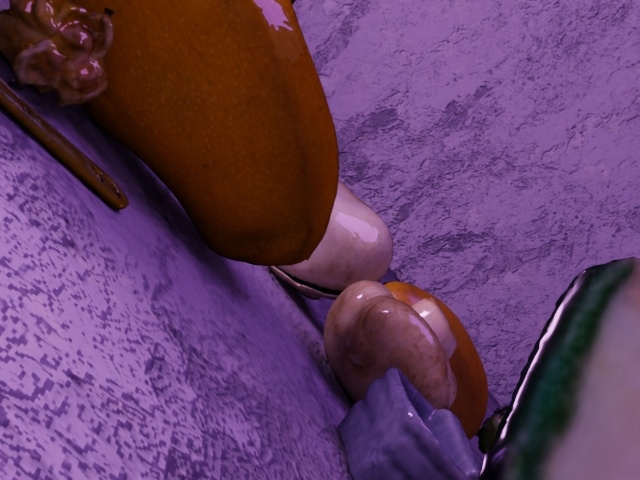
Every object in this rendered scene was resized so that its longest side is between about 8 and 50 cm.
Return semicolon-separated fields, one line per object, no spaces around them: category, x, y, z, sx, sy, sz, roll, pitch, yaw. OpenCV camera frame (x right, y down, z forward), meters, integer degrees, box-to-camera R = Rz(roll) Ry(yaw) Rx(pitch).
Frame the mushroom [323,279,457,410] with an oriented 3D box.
mushroom;0.065;0.100;0.926;0.148;0.112;0.148;60;4;-7

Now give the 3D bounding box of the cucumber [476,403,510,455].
cucumber;0.334;0.386;1.440;0.325;0.105;0.145;55;-21;34

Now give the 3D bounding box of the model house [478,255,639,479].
model house;0.216;0.217;0.618;0.243;0.298;0.284;15;-29;20

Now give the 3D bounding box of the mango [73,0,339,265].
mango;-0.096;-0.133;0.762;0.359;0.187;0.144;52;39;-18

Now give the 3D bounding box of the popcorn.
popcorn;-0.174;-0.117;0.658;0.084;0.084;0.084;51;5;-6

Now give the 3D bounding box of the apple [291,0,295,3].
apple;-0.143;-0.357;1.041;0.357;0.357;0.357;51;5;-6

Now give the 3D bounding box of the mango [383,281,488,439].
mango;0.106;0.123;1.082;0.147;0.109;0.227;-101;165;-49

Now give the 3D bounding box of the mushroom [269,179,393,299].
mushroom;0.000;0.000;1.067;0.154;0.122;0.154;19;29;-11

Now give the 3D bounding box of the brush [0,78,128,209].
brush;-0.177;-0.082;0.589;0.218;0.010;0.082;47;7;-43

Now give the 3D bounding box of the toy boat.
toy boat;0.122;0.221;0.778;0.283;0.078;0.127;51;4;-17
